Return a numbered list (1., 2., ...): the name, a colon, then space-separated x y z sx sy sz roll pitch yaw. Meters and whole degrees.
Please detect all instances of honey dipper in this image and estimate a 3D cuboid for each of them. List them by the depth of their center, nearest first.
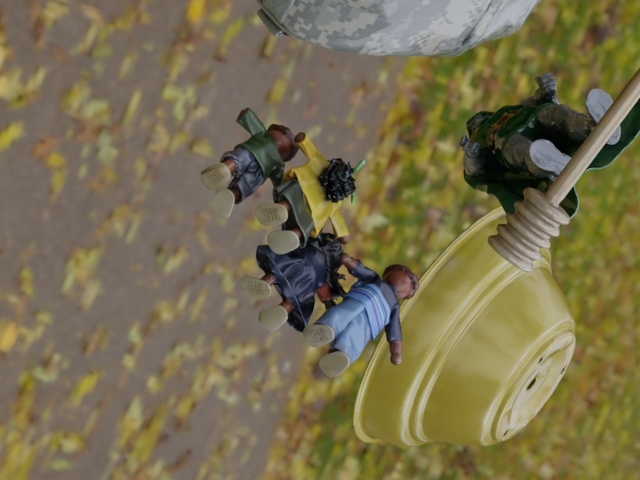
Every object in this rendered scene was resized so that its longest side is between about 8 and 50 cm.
1. honey dipper: 0.148 -0.053 0.906 0.161 0.030 0.030 -53 164 13

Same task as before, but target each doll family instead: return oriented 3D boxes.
1. doll family: 0.000 0.000 1.138 0.111 0.076 0.193 -41 118 -54

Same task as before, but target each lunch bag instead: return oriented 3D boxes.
1. lunch bag: 0.092 -0.303 1.419 0.256 0.212 0.305 -25 157 -47

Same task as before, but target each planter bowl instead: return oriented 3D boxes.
1. planter bowl: 0.127 0.086 1.283 0.217 0.090 0.217 -43 155 -26

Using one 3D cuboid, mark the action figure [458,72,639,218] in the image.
1. action figure: 0.142 -0.069 1.173 0.137 0.063 0.232 -40 -170 -6
